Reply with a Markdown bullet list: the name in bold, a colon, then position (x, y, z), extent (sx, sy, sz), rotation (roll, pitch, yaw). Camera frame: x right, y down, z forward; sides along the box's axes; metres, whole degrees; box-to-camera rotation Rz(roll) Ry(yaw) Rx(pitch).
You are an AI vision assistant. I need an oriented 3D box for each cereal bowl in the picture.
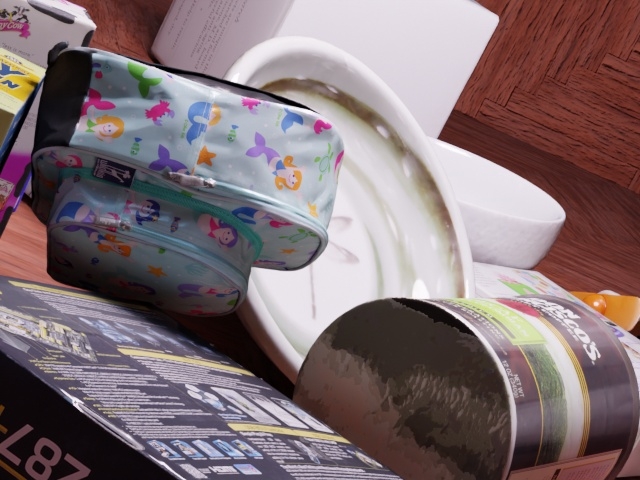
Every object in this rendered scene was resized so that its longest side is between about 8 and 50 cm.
- **cereal bowl**: position (0.134, -0.034, 2.314), extent (0.339, 0.141, 0.339), rotation (20, 15, -6)

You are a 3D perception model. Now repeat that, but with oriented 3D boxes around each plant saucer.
- **plant saucer**: position (0.000, 0.000, 1.769), extent (0.400, 0.100, 0.400), rotation (28, 51, -41)

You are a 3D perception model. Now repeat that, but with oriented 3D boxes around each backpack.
- **backpack**: position (-0.111, -0.043, 1.478), extent (0.253, 0.191, 0.225), rotation (8, -17, -8)

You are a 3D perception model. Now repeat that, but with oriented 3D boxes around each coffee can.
- **coffee can**: position (0.131, 0.147, 1.535), extent (0.201, 0.201, 0.275), rotation (34, 16, 27)

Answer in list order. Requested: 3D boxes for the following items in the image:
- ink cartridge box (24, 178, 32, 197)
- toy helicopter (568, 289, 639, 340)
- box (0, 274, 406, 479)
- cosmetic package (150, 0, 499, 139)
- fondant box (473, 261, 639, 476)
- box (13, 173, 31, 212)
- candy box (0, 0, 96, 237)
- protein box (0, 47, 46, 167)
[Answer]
- **ink cartridge box**: position (-0.189, -0.064, 1.881), extent (0.289, 0.121, 0.211), rotation (38, 17, 36)
- **toy helicopter**: position (0.431, 0.079, 2.219), extent (0.235, 0.140, 0.355), rotation (10, -30, 0)
- **box**: position (-0.113, 0.137, 1.232), extent (0.318, 0.097, 0.395), rotation (34, 7, 22)
- **cosmetic package**: position (-0.005, -0.309, 2.713), extent (0.329, 0.327, 0.393), rotation (19, 17, -30)
- **fondant box**: position (0.290, 0.145, 2.075), extent (0.330, 0.096, 0.238), rotation (37, 17, 33)
- **box**: position (-0.344, -0.113, 1.765), extent (0.137, 0.126, 0.072), rotation (19, 15, -30)
- **candy box**: position (-0.326, -0.129, 1.630), extent (0.159, 0.233, 0.071), rotation (21, 15, -25)
- **protein box**: position (-0.330, -0.061, 1.436), extent (0.136, 0.201, 0.200), rotation (25, 14, -8)
